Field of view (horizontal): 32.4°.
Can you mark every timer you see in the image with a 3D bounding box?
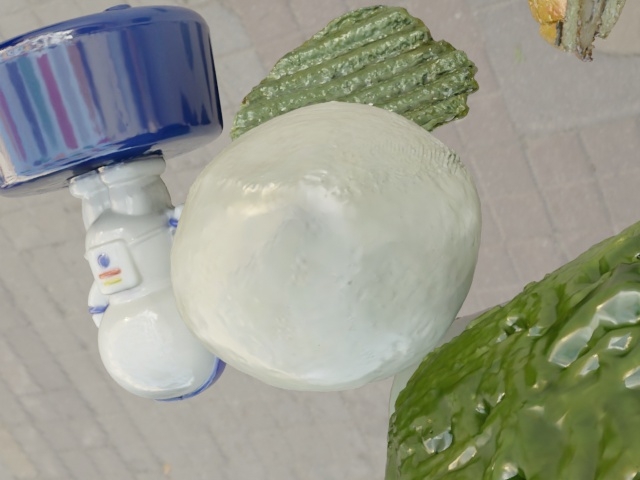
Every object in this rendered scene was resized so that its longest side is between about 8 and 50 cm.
[{"bbox_3d":[-0.196,-0.021,1.129,0.270,0.270,0.383,-15,92,33],"label":"timer"}]

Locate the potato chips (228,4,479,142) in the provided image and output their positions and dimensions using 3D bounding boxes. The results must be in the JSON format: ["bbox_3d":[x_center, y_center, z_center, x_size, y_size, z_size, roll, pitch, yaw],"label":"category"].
[{"bbox_3d":[0.043,-0.245,1.823,0.429,0.358,0.070,-23,133,-7],"label":"potato chips"}]

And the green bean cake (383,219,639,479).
[{"bbox_3d":[0.187,0.143,0.671,0.335,0.319,0.218,-36,113,20],"label":"green bean cake"}]

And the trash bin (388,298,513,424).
[{"bbox_3d":[0.263,0.166,1.063,0.280,0.280,0.432,42,158,-9],"label":"trash bin"}]

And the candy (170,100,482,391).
[{"bbox_3d":[0.000,0.000,0.986,0.296,0.295,0.185,12,172,17],"label":"candy"}]

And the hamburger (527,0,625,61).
[{"bbox_3d":[0.372,-0.445,1.663,0.245,0.155,0.282,54,150,32],"label":"hamburger"}]
